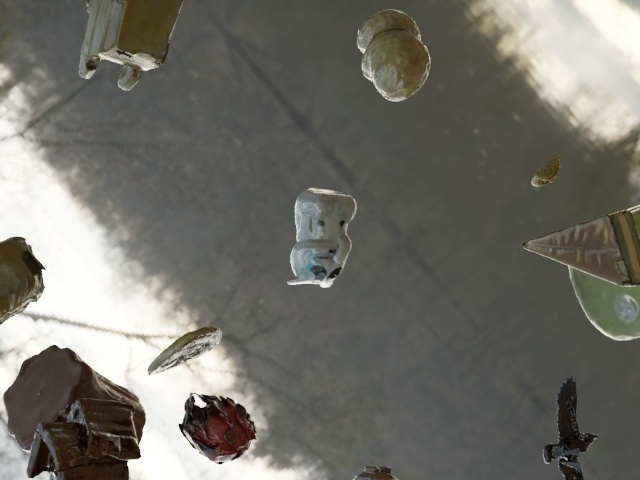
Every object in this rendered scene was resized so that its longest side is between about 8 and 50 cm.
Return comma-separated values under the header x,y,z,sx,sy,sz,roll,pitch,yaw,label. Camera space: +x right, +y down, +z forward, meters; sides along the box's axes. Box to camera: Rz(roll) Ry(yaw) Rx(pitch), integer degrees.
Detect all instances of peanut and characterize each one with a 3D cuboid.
x,y,z,sx,sy,sz,roll,pitch,yaw,label
0.107,-0.289,1.767,0.085,0.104,0.228,44,-159,-29,peanut

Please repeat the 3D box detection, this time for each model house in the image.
x,y,z,sx,sy,sz,roll,pitch,yaw,label
-0.413,0.385,2.013,0.199,0.219,0.229,11,-111,-33,model house

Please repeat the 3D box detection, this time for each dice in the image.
x,y,z,sx,sy,sz,roll,pitch,yaw,label
0.641,0.047,2.241,0.226,0.238,0.233,-24,87,54,dice

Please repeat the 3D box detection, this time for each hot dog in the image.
x,y,z,sx,sy,sz,roll,pitch,yaw,label
0.468,-0.139,2.383,0.034,0.090,0.030,38,149,17,hot dog

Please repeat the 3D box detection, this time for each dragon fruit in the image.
x,y,z,sx,sy,sz,roll,pitch,yaw,label
-0.178,0.325,2.041,0.142,0.130,0.121,22,-148,-2,dragon fruit

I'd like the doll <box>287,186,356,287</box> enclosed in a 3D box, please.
x,y,z,sx,sy,sz,roll,pitch,yaw,label
0.002,-0.007,2.082,0.110,0.181,0.107,5,178,-30,doll

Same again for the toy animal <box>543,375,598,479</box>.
x,y,z,sx,sy,sz,roll,pitch,yaw,label
0.409,0.335,1.897,0.108,0.062,0.220,-27,-70,-55,toy animal

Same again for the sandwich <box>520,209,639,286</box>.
x,y,z,sx,sy,sz,roll,pitch,yaw,label
0.400,0.031,1.766,0.079,0.163,0.114,-12,-96,-50,sandwich

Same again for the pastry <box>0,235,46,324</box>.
x,y,z,sx,sy,sz,roll,pitch,yaw,label
-0.509,0.083,1.638,0.257,0.235,0.121,-15,106,60,pastry

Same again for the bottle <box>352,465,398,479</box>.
x,y,z,sx,sy,sz,roll,pitch,yaw,label
0.077,0.408,1.742,0.098,0.152,0.099,12,163,4,bottle

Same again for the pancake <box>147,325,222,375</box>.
x,y,z,sx,sy,sz,roll,pitch,yaw,label
-0.243,0.198,2.079,0.028,0.158,0.158,60,-176,13,pancake

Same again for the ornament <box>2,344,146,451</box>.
x,y,z,sx,sy,sz,roll,pitch,yaw,label
-0.472,0.345,2.282,0.217,0.235,0.221,40,-141,-41,ornament

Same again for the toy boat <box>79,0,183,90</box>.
x,y,z,sx,sy,sz,roll,pitch,yaw,label
-0.198,-0.318,1.294,0.089,0.310,0.115,7,-164,-34,toy boat
